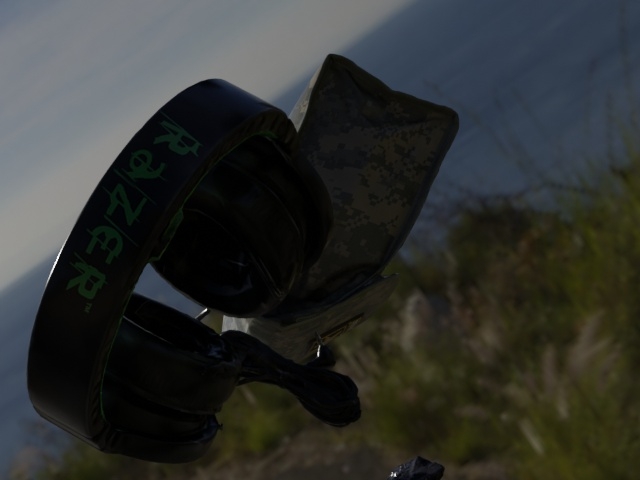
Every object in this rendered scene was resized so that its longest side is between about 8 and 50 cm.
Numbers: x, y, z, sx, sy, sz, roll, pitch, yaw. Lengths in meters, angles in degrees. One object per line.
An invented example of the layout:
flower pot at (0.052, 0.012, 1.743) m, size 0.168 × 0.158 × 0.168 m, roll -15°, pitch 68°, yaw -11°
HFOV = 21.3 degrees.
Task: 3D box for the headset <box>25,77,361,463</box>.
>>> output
headset at (-0.066, 0.049, 1.150) m, size 0.243 × 0.185 × 0.394 m, roll -59°, pitch -12°, yaw -11°

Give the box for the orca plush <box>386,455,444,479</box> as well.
orca plush at (0.012, 0.279, 1.068) m, size 0.151 × 0.102 × 0.287 m, roll -11°, pitch 43°, yaw 43°

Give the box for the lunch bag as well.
lunch bag at (0.000, 0.000, 1.675) m, size 0.287 × 0.169 × 0.235 m, roll -64°, pitch 1°, yaw -18°
